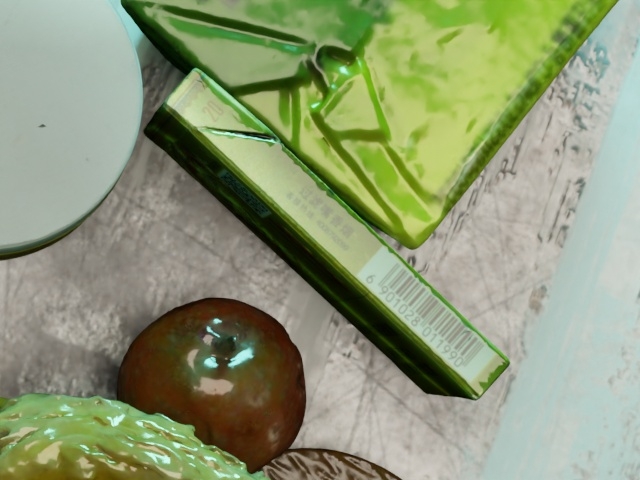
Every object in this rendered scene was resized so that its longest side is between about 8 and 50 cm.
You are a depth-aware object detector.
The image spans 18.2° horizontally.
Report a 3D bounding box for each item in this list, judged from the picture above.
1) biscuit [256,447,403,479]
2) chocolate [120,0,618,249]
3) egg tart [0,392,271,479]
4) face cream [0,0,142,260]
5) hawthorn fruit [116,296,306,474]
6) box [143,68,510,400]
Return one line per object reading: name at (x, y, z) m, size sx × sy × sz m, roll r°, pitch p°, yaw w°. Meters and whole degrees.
biscuit at (-0.009, 0.290, 1.546) m, size 0.262 × 0.037 × 0.262 m, roll 1°, pitch 86°, yaw -10°
chocolate at (0.043, -0.190, 1.538) m, size 0.288 × 0.137 × 0.301 m, roll 40°, pitch 82°, yaw -5°
egg tart at (-0.169, 0.292, 1.432) m, size 0.387 × 0.169 × 0.388 m, roll 0°, pitch 92°, yaw 4°
face cream at (-0.244, -0.096, 1.458) m, size 0.218 × 0.179 × 0.218 m, roll 1°, pitch 86°, yaw -10°
hawthorn fruit at (-0.076, 0.094, 1.486) m, size 0.149 × 0.149 × 0.189 m, roll 10°, pitch 126°, yaw -9°
box at (0.000, 0.000, 1.497) m, size 0.311 × 0.173 × 0.043 m, roll 43°, pitch 81°, yaw -4°
